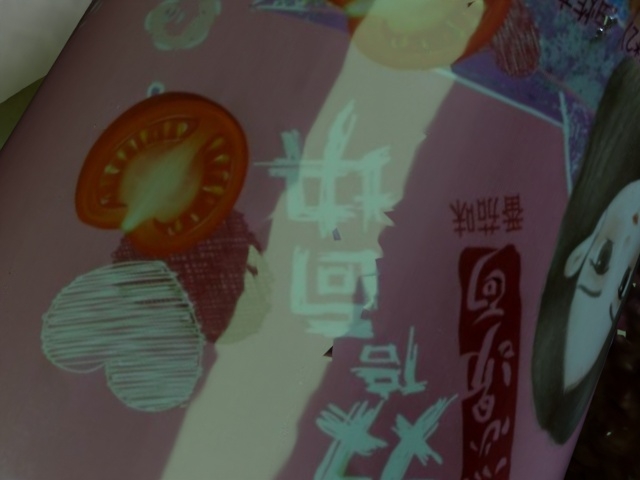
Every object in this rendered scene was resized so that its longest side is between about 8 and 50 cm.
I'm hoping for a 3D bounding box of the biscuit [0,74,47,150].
[{"bbox_3d":[-0.138,0.000,0.533,0.302,0.049,0.196,-24,77,-15],"label":"biscuit"}]

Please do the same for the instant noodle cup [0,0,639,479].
[{"bbox_3d":[0.000,0.000,0.406,0.243,0.243,0.231,26,87,-2],"label":"instant noodle cup"}]

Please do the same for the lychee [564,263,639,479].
[{"bbox_3d":[0.177,0.058,0.499,0.188,0.188,0.188,3,73,-9],"label":"lychee"}]
